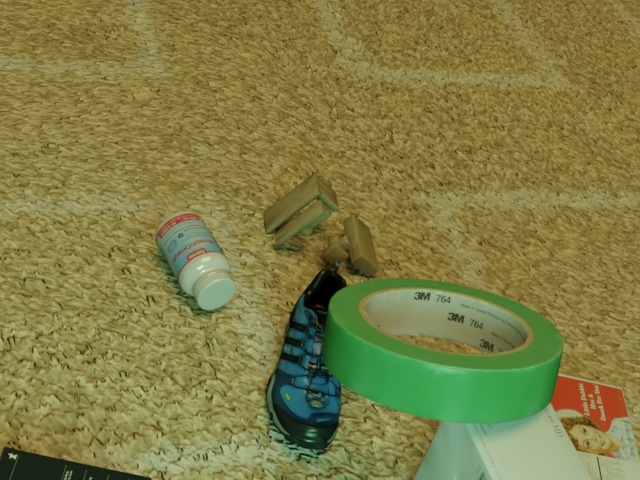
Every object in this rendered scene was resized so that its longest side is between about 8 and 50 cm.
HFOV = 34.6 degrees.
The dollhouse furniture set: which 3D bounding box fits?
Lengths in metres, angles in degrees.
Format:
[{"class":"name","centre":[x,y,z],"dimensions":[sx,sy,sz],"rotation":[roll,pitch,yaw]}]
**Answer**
[{"class":"dollhouse furniture set","centre":[0.000,0.000,1.813],"dimensions":[0.151,0.123,0.144],"rotation":[39,26,-34]}]

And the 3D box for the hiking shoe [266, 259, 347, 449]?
[{"class":"hiking shoe","centre":[-0.013,0.167,1.520],"dimensions":[0.113,0.132,0.304],"rotation":[11,39,-9]}]

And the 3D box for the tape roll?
[{"class":"tape roll","centre":[0.164,0.141,1.400],"dimensions":[0.321,0.077,0.321],"rotation":[8,17,-2]}]

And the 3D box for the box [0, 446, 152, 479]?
[{"class":"box","centre":[-0.312,0.382,1.165],"dimensions":[0.184,0.103,0.261],"rotation":[16,38,-8]}]

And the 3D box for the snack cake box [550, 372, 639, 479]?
[{"class":"snack cake box","centre":[0.386,0.325,1.527],"dimensions":[0.152,0.089,0.264],"rotation":[12,38,-5]}]

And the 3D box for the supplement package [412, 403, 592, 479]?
[{"class":"supplement package","centre":[0.249,0.362,1.333],"dimensions":[0.145,0.204,0.262],"rotation":[1,41,-22]}]

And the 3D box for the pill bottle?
[{"class":"pill bottle","centre":[-0.198,0.033,1.644],"dimensions":[0.087,0.087,0.160],"rotation":[-10,46,-31]}]
